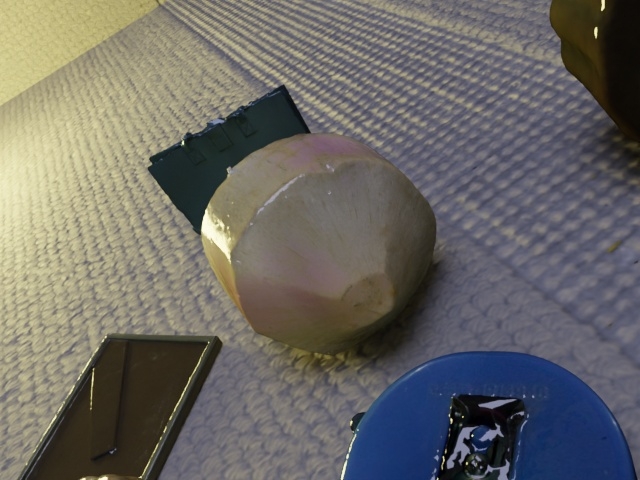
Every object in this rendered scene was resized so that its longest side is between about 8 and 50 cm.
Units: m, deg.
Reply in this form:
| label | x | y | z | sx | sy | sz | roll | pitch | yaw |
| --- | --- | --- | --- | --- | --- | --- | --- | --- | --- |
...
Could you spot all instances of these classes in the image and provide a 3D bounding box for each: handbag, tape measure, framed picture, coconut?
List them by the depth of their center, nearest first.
| label | x | y | z | sx | sy | sz | roll | pitch | yaw |
| --- | --- | --- | --- | --- | --- | --- | --- | --- | --- |
| tape measure | 0.170 | 0.180 | 0.401 | 0.351 | 0.098 | 0.215 | -3 | 45 | 29 |
| coconut | 0.000 | 0.000 | 0.641 | 0.236 | 0.197 | 0.237 | -18 | 33 | 12 |
| framed picture | -0.236 | 0.211 | 0.699 | 0.189 | 0.023 | 0.260 | -6 | 43 | 29 |
| handbag | -0.115 | -0.111 | 0.890 | 0.221 | 0.144 | 0.057 | -25 | 35 | 9 |

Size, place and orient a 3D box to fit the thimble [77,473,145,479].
| label | x | y | z | sx | sy | sz | roll | pitch | yaw |
| --- | --- | --- | --- | --- | --- | --- | --- | --- | --- |
| thimble | -0.118 | 0.268 | 0.405 | 0.196 | 0.148 | 0.229 | -43 | 31 | 22 |

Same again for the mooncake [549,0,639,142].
| label | x | y | z | sx | sy | sz | roll | pitch | yaw |
| --- | --- | --- | --- | --- | --- | --- | --- | --- | --- |
| mooncake | 0.366 | -0.234 | 0.585 | 0.290 | 0.290 | 0.161 | -22 | 33 | 11 |
